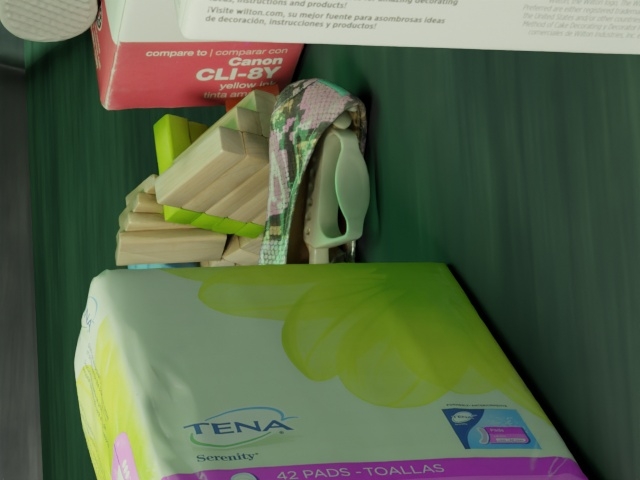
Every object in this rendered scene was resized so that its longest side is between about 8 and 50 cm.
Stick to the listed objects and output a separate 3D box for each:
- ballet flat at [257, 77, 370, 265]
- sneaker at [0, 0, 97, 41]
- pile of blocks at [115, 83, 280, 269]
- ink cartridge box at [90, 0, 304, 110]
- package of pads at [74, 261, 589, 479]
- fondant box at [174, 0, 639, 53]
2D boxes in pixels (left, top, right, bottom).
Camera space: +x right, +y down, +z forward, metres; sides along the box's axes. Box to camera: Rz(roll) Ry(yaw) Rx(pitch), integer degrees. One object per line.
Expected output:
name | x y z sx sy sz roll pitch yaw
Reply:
ballet flat | 0.000 0.000 1.155 0.079 0.076 0.222 20 111 52
sneaker | -0.203 -0.275 1.198 0.282 0.102 0.161 127 141 -66
pile of blocks | -0.098 -0.026 1.331 0.362 0.148 0.113 116 148 -58
ink cartridge box | -0.079 -0.318 1.229 0.385 0.160 0.279 114 150 -56
package of pads | -0.001 0.116 0.869 0.296 0.229 0.101 -119 33 -59
fondant box | 0.089 -0.207 0.533 0.330 0.238 0.096 110 155 -49
